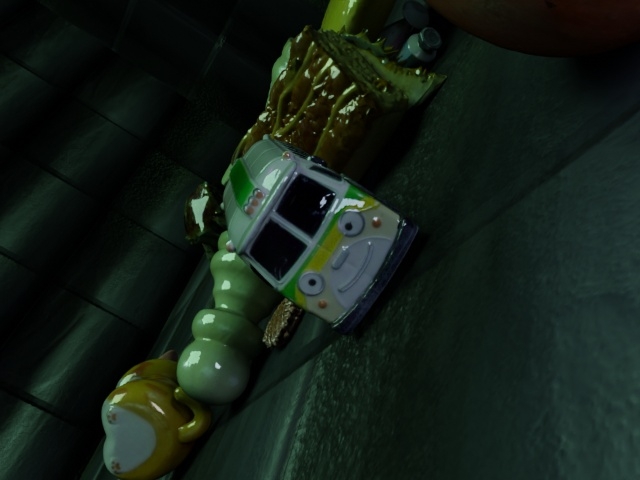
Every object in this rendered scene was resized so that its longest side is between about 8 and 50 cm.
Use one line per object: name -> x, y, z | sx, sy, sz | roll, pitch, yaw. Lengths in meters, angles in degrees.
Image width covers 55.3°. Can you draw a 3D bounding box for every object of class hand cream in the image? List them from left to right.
hand cream -> 0.129, -0.290, 1.091 | 0.088, 0.055, 0.256 | -41, 3, -30

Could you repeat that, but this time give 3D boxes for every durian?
durian -> 0.045, -0.238, 0.999 | 0.305, 0.196, 0.185 | -44, 12, 53

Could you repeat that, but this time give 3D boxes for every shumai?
shumai -> -0.203, -0.032, 1.378 | 0.225, 0.222, 0.261 | -65, 10, -21

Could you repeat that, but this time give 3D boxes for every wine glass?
wine glass -> 0.160, -0.437, 1.297 | 0.073, 0.073, 0.155 | -63, 14, -22

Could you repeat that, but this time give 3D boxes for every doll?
doll -> -0.284, 0.291, 1.039 | 0.270, 0.162, 0.166 | -160, 73, -72

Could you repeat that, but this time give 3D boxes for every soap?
soap -> 0.084, -0.459, 1.160 | 0.306, 0.115, 0.427 | -56, 8, 40

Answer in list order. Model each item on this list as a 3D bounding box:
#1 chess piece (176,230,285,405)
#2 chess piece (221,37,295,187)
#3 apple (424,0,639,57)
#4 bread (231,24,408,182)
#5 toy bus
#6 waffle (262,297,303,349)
chess piece -> -0.130, 0.126, 0.929 | 0.144, 0.145, 0.251 | -35, 32, 61
chess piece -> -0.099, -0.301, 1.658 | 0.442, 0.234, 0.234 | -56, 12, 19
apple -> 0.170, -0.332, 0.417 | 0.363, 0.364, 0.364 | -54, 13, 18
bread -> -0.010, -0.162, 0.943 | 0.114, 0.184, 0.274 | -29, -18, -48
toy bus -> -0.021, -0.029, 0.731 | 0.143, 0.179, 0.305 | -56, 17, 7
waffle -> -0.054, 0.119, 0.873 | 0.083, 0.029, 0.075 | -63, 13, -15
